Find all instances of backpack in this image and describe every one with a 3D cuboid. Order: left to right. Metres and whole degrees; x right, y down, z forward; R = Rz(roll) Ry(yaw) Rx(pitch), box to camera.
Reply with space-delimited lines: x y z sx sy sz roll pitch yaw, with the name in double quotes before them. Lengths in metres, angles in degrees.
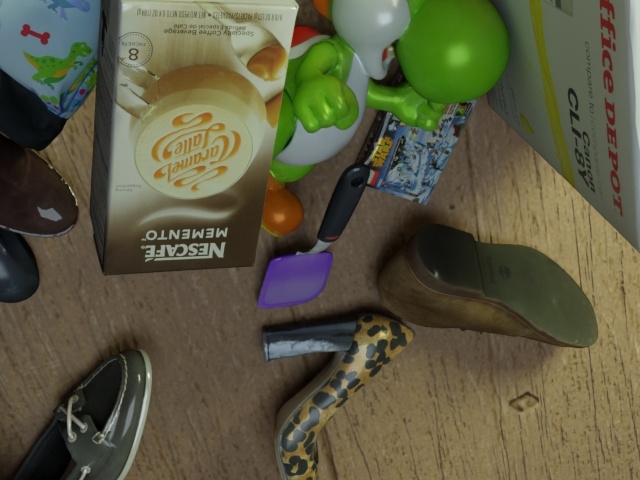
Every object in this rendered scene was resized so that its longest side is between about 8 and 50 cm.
"backpack" -0.233 -0.288 0.859 0.290 0.273 0.355 43 88 -21

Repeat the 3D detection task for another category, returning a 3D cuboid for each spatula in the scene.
"spatula" 0.000 0.000 1.087 0.084 0.030 0.296 -6 155 -21

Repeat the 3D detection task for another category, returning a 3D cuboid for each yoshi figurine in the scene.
"yoshi figurine" 0.044 -0.141 0.998 0.203 0.203 0.362 35 108 -27

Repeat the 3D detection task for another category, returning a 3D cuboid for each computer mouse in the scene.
"computer mouse" -0.388 -0.020 1.060 0.071 0.041 0.242 -36 118 8

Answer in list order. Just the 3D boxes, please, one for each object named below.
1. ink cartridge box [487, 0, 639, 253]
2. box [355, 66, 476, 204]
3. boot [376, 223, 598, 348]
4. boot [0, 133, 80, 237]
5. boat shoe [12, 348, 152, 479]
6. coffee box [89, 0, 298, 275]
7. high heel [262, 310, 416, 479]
"ink cartridge box" 0.271 -0.201 0.916 0.160 0.385 0.279 -16 119 -4
"box" 0.103 -0.115 1.127 0.094 0.027 0.137 16 112 -21
"boot" 0.206 0.070 1.225 0.305 0.112 0.115 20 141 -26
"boot" -0.325 -0.069 0.948 0.248 0.207 0.090 36 84 -23
"boat shoe" -0.301 0.265 1.180 0.095 0.112 0.335 14 117 -36
"coffee box" -0.113 -0.100 0.839 0.141 0.098 0.247 -3 126 -20
"high heel" 0.033 0.216 1.240 0.186 0.093 0.261 -7 109 -2
